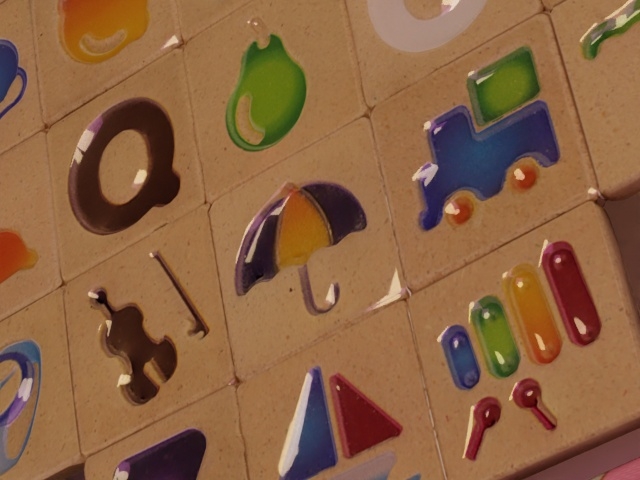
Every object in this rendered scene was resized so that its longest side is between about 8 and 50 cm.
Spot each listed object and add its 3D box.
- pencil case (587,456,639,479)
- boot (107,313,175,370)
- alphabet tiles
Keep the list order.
[{"bbox_3d":[0.064,0.113,0.379,0.386,0.160,0.167,-27,45,16],"label":"pencil case"},{"bbox_3d":[-0.001,0.000,0.549,0.121,0.045,0.099,12,89,29],"label":"boot"},{"bbox_3d":[-0.017,-0.069,0.555,0.285,0.011,0.342,-29,55,27],"label":"alphabet tiles"}]
